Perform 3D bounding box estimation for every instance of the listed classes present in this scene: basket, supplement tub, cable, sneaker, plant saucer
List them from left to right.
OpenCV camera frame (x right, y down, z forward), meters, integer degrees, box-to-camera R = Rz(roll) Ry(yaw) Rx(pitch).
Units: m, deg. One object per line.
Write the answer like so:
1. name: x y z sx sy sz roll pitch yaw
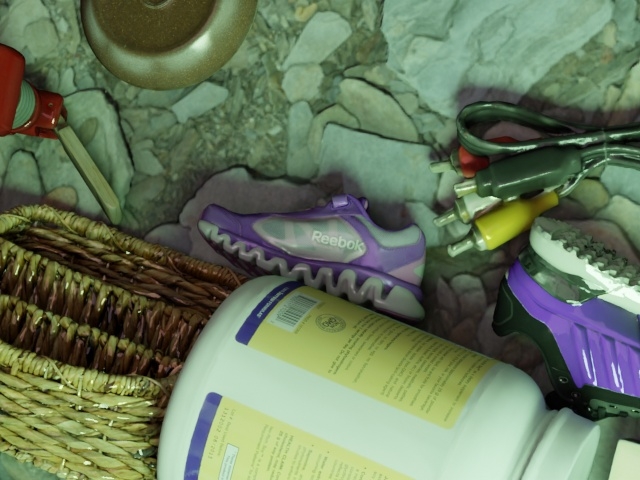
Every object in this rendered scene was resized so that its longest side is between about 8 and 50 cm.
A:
1. basket: -0.234 0.092 1.422 0.299 0.213 0.223 21 90 18
2. plant saucer: -0.161 -0.253 1.536 0.198 0.036 0.198 -2 83 16
3. sneaker: 0.000 0.000 1.434 0.236 0.095 0.104 18 82 13
4. supplement tub: 0.051 0.191 1.312 0.331 0.241 0.241 22 90 18
5. cable: 0.239 -0.077 1.401 0.287 0.072 0.139 -12 63 3
6. sneaker: 0.279 0.115 1.335 0.293 0.102 0.146 36 108 14

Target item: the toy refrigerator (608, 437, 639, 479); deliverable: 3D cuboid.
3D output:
1. toy refrigerator: 0.381 0.240 1.280 0.269 0.102 0.094 13 87 18

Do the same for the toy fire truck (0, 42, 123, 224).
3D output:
1. toy fire truck: -0.309 -0.119 1.482 0.246 0.217 0.158 10 86 3
